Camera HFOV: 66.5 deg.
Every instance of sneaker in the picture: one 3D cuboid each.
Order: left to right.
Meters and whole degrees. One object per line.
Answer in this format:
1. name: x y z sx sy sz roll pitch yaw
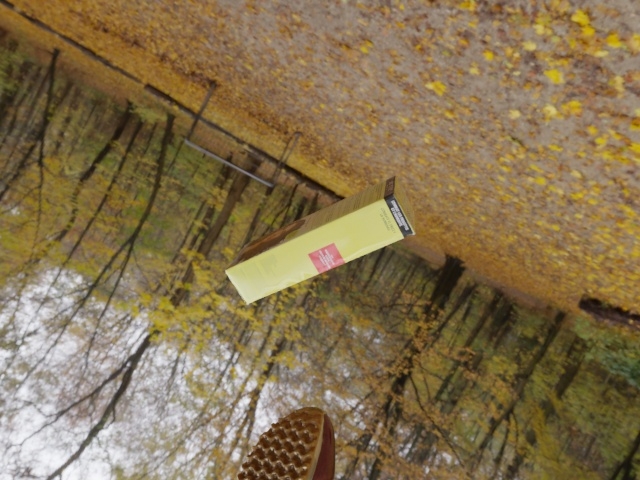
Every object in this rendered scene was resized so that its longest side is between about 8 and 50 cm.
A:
1. sneaker: -0.018 0.209 0.323 0.069 0.185 0.084 -13 137 44

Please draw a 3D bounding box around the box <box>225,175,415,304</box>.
1. box: 0.000 0.000 0.610 0.058 0.232 0.087 61 -162 -16
